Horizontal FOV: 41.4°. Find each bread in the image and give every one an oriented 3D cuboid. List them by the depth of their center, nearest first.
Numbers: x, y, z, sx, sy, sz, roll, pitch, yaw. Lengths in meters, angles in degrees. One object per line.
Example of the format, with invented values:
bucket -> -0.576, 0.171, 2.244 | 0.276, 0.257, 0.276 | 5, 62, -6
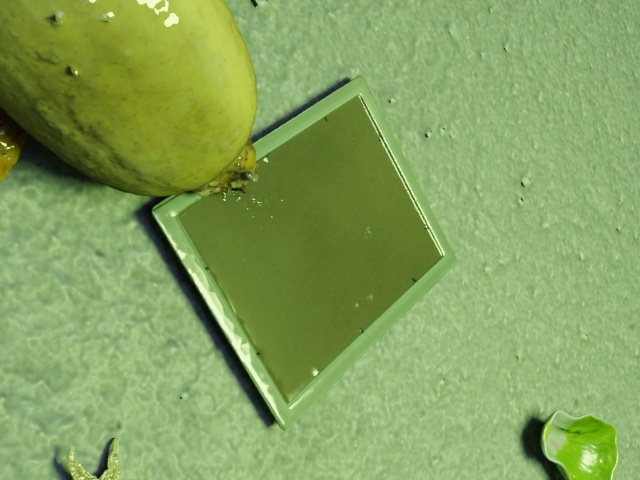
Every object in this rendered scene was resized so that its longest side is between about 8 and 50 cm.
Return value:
bread -> -0.254, -0.076, 0.610 | 0.083, 0.046, 0.081 | -41, 104, -35

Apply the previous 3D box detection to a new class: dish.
dish -> 0.288, 0.240, 0.979 | 0.137, 0.039, 0.091 | 31, 69, -29

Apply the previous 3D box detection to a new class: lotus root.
lotus root -> -0.141, -0.126, 0.604 | 0.342, 0.169, 0.151 | 54, 19, -46

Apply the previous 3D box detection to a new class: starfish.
starfish -> -0.170, 0.197, 0.643 | 0.086, 0.016, 0.092 | -46, 115, -36

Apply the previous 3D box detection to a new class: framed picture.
framed picture -> 0.000, 0.000, 0.813 | 0.296, 0.019, 0.232 | -38, 105, -37
